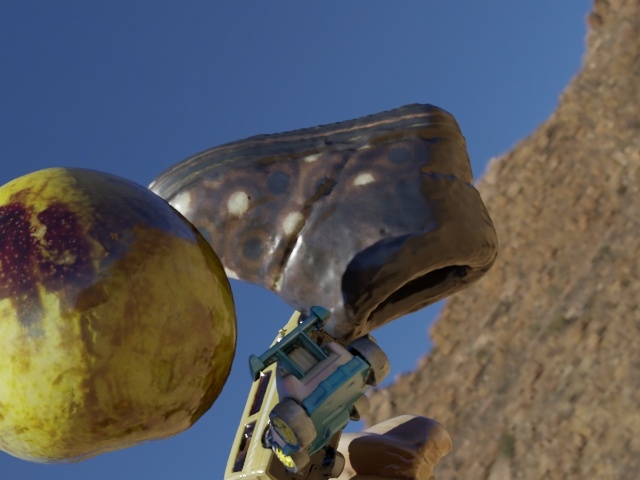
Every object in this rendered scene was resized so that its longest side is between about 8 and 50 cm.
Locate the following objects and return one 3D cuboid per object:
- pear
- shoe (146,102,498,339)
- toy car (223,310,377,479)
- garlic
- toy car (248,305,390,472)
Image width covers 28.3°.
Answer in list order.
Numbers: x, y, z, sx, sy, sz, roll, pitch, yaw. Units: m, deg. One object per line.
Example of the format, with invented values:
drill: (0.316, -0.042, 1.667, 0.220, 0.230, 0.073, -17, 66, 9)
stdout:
pear: (-0.215, 0.066, 1.157, 0.283, 0.283, 0.283, -45, -21, -22)
shoe: (0.000, 0.000, 1.416, 0.384, 0.237, 0.171, -13, -29, -4)
toy car: (-0.027, 0.191, 1.516, 0.124, 0.101, 0.256, -22, 41, 46)
garlic: (0.036, 0.311, 1.587, 0.228, 0.110, 0.217, -22, 30, 33)
toy car: (-0.011, 0.147, 1.244, 0.126, 0.098, 0.161, -37, -17, -23)
